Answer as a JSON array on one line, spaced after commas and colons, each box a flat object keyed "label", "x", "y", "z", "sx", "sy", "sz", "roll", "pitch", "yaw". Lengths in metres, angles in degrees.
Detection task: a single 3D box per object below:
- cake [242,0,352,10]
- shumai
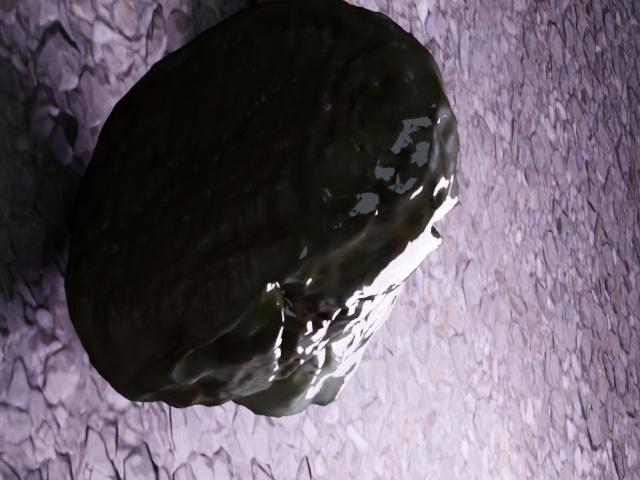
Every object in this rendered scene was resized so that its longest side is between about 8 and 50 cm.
[{"label": "cake", "x": -0.029, "y": -0.136, "z": 1.656, "sx": 0.225, "sy": 0.090, "sz": 0.109, "roll": -68, "pitch": 143, "yaw": -44}, {"label": "shumai", "x": 0.000, "y": 0.000, "z": 1.413, "sx": 0.288, "sy": 0.330, "sz": 0.292, "roll": 39, "pitch": 24, "yaw": -39}]
